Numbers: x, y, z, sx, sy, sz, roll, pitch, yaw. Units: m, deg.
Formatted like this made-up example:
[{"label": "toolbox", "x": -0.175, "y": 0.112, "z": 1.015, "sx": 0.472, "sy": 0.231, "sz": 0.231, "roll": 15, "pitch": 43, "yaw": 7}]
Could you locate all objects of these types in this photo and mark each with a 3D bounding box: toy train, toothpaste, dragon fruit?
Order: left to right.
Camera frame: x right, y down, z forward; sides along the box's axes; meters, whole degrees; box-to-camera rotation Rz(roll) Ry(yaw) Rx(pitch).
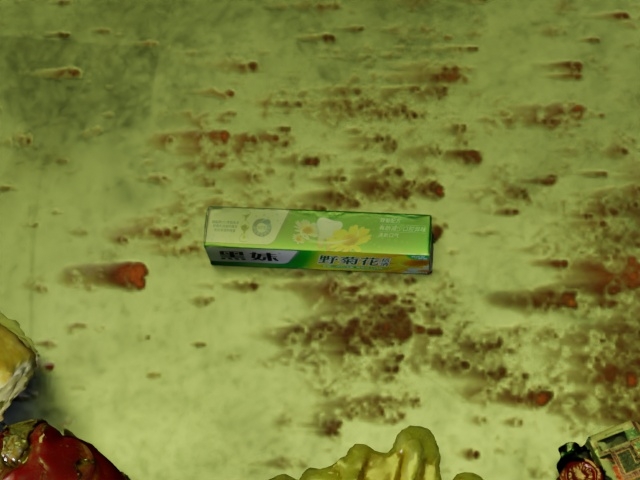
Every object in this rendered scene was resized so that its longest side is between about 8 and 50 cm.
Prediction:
[{"label": "dragon fruit", "x": -0.173, "y": 0.246, "z": 1.265, "sx": 0.125, "sy": 0.125, "sz": 0.246, "roll": -27, "pitch": 82, "yaw": 28}, {"label": "toothpaste", "x": 0.000, "y": 0.000, "z": 1.384, "sx": 0.178, "sy": 0.043, "sz": 0.037, "roll": 2, "pitch": 72, "yaw": 5}, {"label": "toy train", "x": 0.225, "y": 0.202, "z": 1.285, "sx": 0.087, "sy": 0.050, "sz": 0.138, "roll": -20, "pitch": 69, "yaw": -7}]

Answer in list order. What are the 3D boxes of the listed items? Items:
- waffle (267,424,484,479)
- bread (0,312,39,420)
[{"label": "waffle", "x": 0.051, "y": 0.298, "z": 1.247, "sx": 0.307, "sy": 0.060, "sz": 0.312, "roll": -39, "pitch": 75, "yaw": -13}, {"label": "bread", "x": -0.414, "y": 0.055, "z": 1.296, "sx": 0.375, "sy": 0.165, "sz": 0.236, "roll": 40, "pitch": 88, "yaw": 0}]
